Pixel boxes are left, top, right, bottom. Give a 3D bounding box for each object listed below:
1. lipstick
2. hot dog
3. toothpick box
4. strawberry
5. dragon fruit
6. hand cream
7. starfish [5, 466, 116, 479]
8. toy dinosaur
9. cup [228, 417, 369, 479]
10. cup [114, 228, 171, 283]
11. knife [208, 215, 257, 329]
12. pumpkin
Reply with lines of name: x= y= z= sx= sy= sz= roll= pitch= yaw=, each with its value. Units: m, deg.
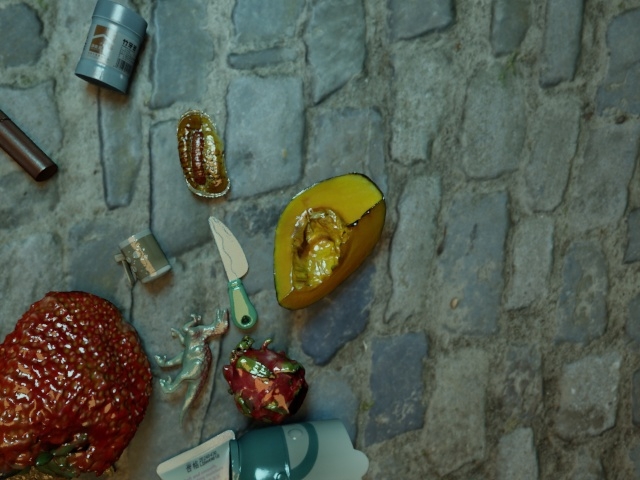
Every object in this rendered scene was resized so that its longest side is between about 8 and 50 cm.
lipstick: x=-0.692 y=-0.265 z=0.934 sx=0.057 sy=0.057 sz=0.357 roll=-44 pitch=95 yaw=-2
hot dog: x=-0.253 y=-0.184 z=0.979 sx=0.099 sy=0.053 sz=0.192 roll=-11 pitch=96 yaw=-8
toothpick box: x=-0.425 y=-0.390 z=0.930 sx=0.101 sy=0.101 sz=0.153 roll=18 pitch=91 yaw=-6
strawberry: x=-0.493 y=0.273 z=0.897 sx=0.312 sy=0.267 sz=0.352 roll=21 pitch=57 yaw=-36
dragon fruit: x=-0.119 y=0.289 z=0.963 sx=0.172 sy=0.160 sz=0.167 roll=31 pitch=112 yaw=-6
hand cream: x=-0.206 y=0.619 z=0.997 sx=0.185 sy=0.118 sz=0.359 roll=-25 pitch=83 yaw=-2
starfish: x=-0.607 y=0.539 z=0.972 sx=0.302 sy=0.060 sz=0.299 roll=-40 pitch=101 yaw=-8
toy dinosaur: x=-0.272 y=0.278 z=0.993 sx=0.167 sy=0.053 sz=0.242 roll=-6 pitch=84 yaw=-12
cup: x=-0.055 y=0.518 z=0.931 sx=0.257 sy=0.219 sz=0.290 roll=0 pitch=104 yaw=-14
cup: x=-0.381 y=0.043 z=0.965 sx=0.102 sy=0.074 sz=0.099 roll=-30 pitch=95 yaw=-3
knife: x=-0.188 y=0.068 z=1.008 sx=0.063 sy=0.034 sz=0.261 roll=-14 pitch=90 yaw=-9
pumpkin: x=0.000 y=0.000 z=0.993 sx=0.312 sy=0.148 sz=0.169 roll=-44 pitch=55 yaw=-6
